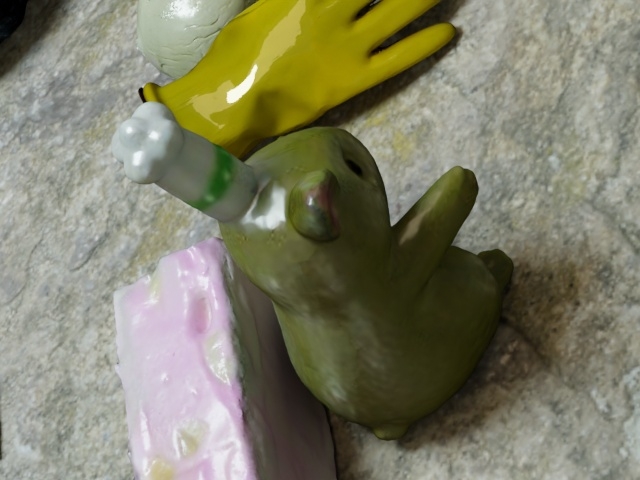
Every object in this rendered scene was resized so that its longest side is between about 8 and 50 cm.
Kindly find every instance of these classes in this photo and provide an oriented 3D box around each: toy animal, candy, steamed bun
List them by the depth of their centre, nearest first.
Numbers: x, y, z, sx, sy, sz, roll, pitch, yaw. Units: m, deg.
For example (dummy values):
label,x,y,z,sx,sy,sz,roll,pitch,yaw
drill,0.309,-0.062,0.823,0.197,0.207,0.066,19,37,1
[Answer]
label,x,y,z,sx,sy,sz,roll,pitch,yaw
toy animal,0.009,-0.010,1.476,0.181,0.363,0.180,5,54,31
candy,-0.072,0.148,1.558,0.115,0.155,0.265,-23,55,18
steamed bun,-0.111,-0.212,1.819,0.112,0.091,0.130,24,79,38

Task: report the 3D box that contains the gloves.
label,x,y,z,sx,sy,sz,roll,pitch,yaw
gloves,-0.006,-0.168,1.729,0.294,0.116,0.133,-36,92,5

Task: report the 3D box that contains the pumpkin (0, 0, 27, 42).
label,x,y,z,sx,sy,sz,roll,pitch,yaw
pumpkin,-0.432,-0.316,1.977,0.363,0.266,0.363,-15,56,23
